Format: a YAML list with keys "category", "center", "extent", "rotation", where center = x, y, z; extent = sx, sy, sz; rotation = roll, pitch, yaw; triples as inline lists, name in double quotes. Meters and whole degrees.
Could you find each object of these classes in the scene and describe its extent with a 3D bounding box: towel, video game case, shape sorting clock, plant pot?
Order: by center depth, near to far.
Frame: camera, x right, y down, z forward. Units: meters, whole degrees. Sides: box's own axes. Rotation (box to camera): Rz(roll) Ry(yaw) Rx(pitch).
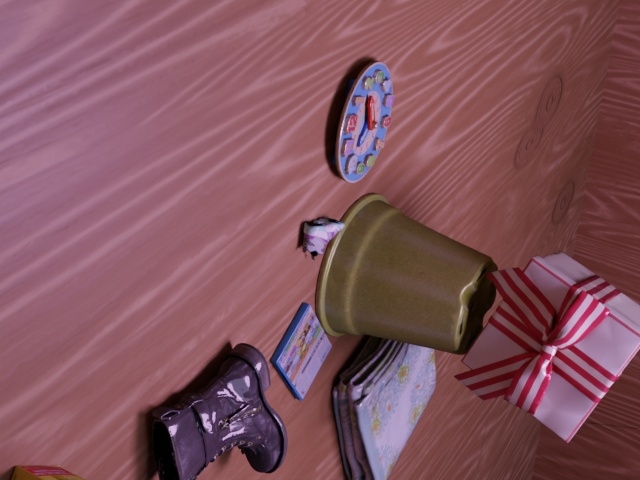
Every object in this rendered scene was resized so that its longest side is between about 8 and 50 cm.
- category: "shape sorting clock"
  center: [0.077, -0.196, 1.627]
  extent: [0.206, 0.040, 0.206]
  rotation: [-42, 142, -45]
- category: "video game case"
  center: [-0.031, 0.196, 1.705]
  extent: [0.119, 0.015, 0.166]
  rotation: [-59, 152, -22]
- category: "plant pot"
  center: [0.170, 0.081, 1.749]
  extent: [0.276, 0.254, 0.276]
  rotation: [-43, 142, -46]
- category: "towel"
  center: [0.150, 0.320, 2.060]
  extent: [0.320, 0.090, 0.374]
  rotation: [-51, 148, -35]

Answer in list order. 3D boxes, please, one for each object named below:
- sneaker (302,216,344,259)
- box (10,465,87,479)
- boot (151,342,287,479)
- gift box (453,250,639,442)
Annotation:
- category: "sneaker"
  center: [0.000, 0.000, 1.615]
  extent: [0.098, 0.038, 0.069]
  rotation: [-9, 117, -51]
- category: "box"
  center: [-0.247, 0.324, 1.112]
  extent: [0.087, 0.232, 0.058]
  rotation: [27, 80, -63]
- category: "boot"
  center: [-0.159, 0.300, 1.451]
  extent: [0.229, 0.091, 0.263]
  rotation: [-43, 132, -44]
- category: "gift box"
  center: [0.395, 0.172, 1.690]
  extent: [0.255, 0.276, 0.258]
  rotation: [-64, 160, 15]
